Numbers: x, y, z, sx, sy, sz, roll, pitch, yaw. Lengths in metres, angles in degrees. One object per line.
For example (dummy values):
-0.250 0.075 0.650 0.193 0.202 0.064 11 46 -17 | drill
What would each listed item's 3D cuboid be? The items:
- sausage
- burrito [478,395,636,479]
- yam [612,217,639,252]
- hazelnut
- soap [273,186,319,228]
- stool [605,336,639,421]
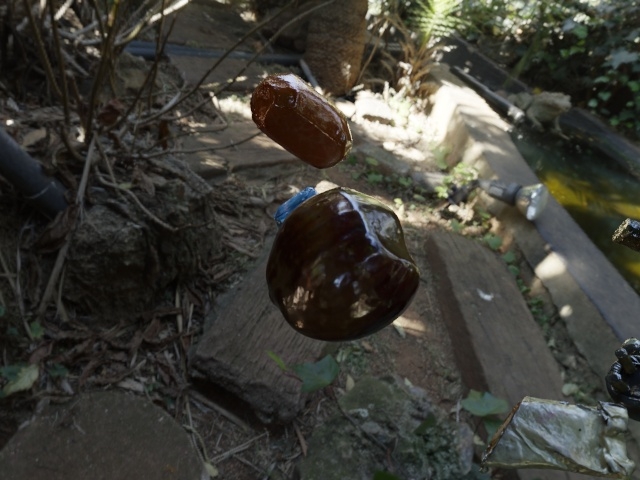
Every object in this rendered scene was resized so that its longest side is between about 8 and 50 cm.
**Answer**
-0.039 -0.279 1.074 0.267 0.153 0.141 32 41 -24 | sausage
0.521 0.440 1.025 0.346 0.107 0.175 -1 43 6 | burrito
0.731 0.040 0.896 0.273 0.061 0.061 30 33 19 | yam
0.020 0.029 0.652 0.217 0.218 0.234 15 17 -17 | hazelnut
0.000 0.000 1.279 0.156 0.077 0.293 -38 109 -17 | soap
0.812 0.352 1.173 0.139 0.153 0.228 49 22 -27 | stool
